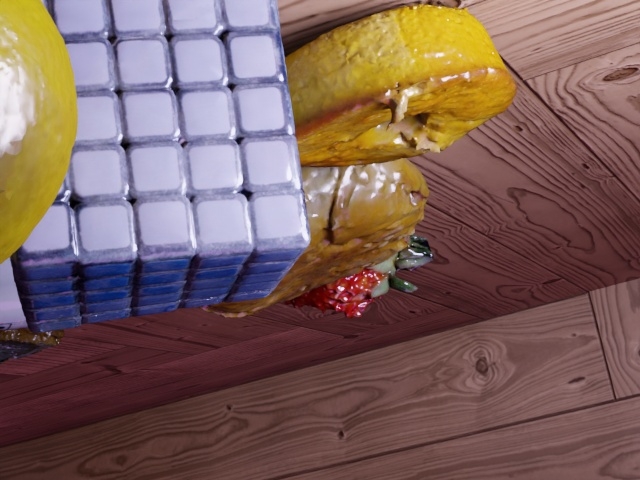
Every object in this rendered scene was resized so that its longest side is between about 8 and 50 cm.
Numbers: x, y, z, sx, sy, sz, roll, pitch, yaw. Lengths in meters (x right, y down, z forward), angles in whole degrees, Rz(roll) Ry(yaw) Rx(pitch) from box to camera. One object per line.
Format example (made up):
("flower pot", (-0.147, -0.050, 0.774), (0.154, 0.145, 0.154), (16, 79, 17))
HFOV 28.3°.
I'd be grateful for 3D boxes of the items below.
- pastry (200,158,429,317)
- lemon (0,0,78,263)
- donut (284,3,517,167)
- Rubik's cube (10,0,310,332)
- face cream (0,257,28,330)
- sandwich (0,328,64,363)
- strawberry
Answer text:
("pastry", (-0.034, -0.036, 1.456), (0.311, 0.162, 0.255), (-18, 157, -15))
("lemon", (-0.304, -0.087, 0.805), (0.297, 0.297, 0.297), (-11, 166, -3))
("donut", (0.058, -0.132, 1.213), (0.253, 0.118, 0.253), (-18, 168, -4))
("Rubik's cube", (-0.150, -0.067, 1.082), (0.237, 0.238, 0.237), (-6, 167, -14))
("face cream", (-0.355, 0.034, 1.509), (0.370, 0.145, 0.145), (-3, 164, -27))
("sandwich", (-0.565, 0.142, 1.865), (0.271, 0.099, 0.301), (3, 161, -44))
("strawberry", (0.000, 0.000, 1.653), (0.286, 0.188, 0.106), (-1, 139, 27))
